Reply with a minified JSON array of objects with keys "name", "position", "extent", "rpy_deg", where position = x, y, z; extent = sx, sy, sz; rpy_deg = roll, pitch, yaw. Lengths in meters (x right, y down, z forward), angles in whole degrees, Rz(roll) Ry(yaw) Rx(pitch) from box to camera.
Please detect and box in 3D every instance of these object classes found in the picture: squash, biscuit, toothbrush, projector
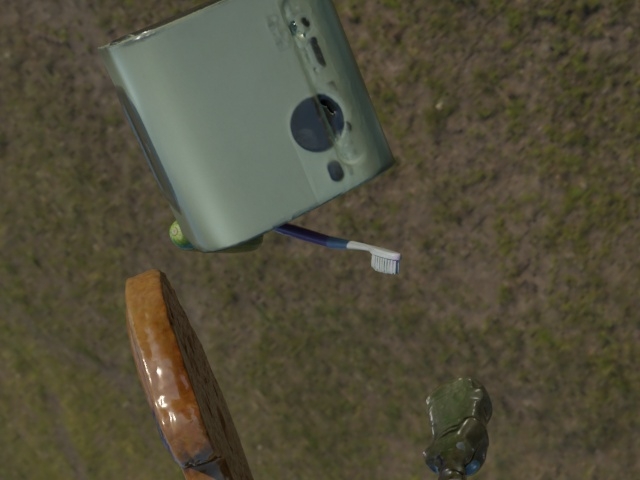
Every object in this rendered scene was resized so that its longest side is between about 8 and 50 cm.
[{"name":"squash","position":[-0.195,-0.009,2.207],"extent":[0.066,0.229,0.066],"rpy_deg":[-2,87,40]},{"name":"biscuit","position":[-0.155,0.235,1.495],"extent":[0.350,0.078,0.455],"rpy_deg":[-108,0,-50]},{"name":"toothbrush","position":[0.000,0.000,1.338],"extent":[0.286,0.020,0.025],"rpy_deg":[18,107,53]},{"name":"projector","position":[-0.086,-0.155,1.329],"extent":[0.249,0.248,0.248],"rpy_deg":[67,170,-14]}]

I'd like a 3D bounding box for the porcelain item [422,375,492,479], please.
[{"name":"porcelain item","position":[0.154,0.226,1.302],"extent":[0.081,0.215,0.069],"rpy_deg":[-28,99,14]}]
